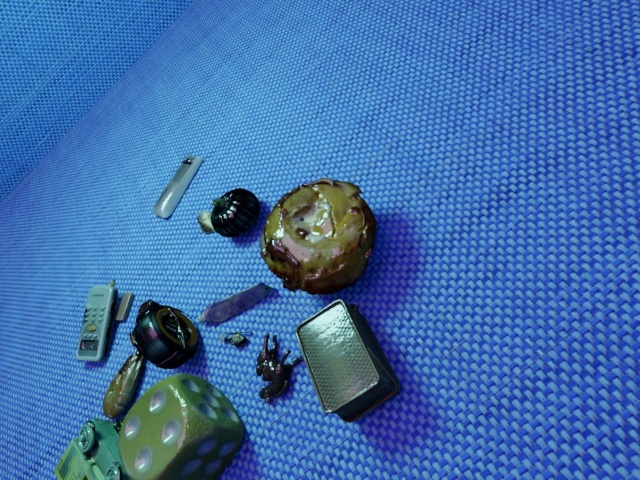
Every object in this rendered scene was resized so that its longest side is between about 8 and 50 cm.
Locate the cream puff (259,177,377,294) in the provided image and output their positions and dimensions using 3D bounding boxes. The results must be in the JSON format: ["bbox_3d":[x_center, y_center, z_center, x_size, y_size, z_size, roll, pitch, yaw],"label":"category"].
[{"bbox_3d":[-0.005,0.000,1.201,0.351,0.228,0.350,-3,63,5],"label":"cream puff"}]

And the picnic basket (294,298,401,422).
[{"bbox_3d":[0.065,0.291,1.056,0.165,0.139,0.266,-36,51,12],"label":"picnic basket"}]

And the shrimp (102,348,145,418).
[{"bbox_3d":[-0.683,0.483,1.492,0.145,0.061,0.266,5,70,45],"label":"shrimp"}]

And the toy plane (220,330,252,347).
[{"bbox_3d":[-0.269,0.308,1.335,0.121,0.031,0.049,-10,55,26],"label":"toy plane"}]

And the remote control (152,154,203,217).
[{"bbox_3d":[-0.631,-0.244,1.853,0.110,0.055,0.312,17,75,38],"label":"remote control"}]

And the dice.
[{"bbox_3d":[-0.377,0.527,1.160,0.233,0.227,0.238,36,86,38],"label":"dice"}]

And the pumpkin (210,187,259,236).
[{"bbox_3d":[-0.303,-0.100,1.512,0.195,0.149,0.194,-8,34,6],"label":"pumpkin"}]

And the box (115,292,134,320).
[{"bbox_3d":[-0.776,0.264,1.690,0.048,0.025,0.115,-5,63,25],"label":"box"}]

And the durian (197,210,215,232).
[{"bbox_3d":[-0.442,-0.066,1.655,0.066,0.052,0.130,-18,50,-24],"label":"durian"}]

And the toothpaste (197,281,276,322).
[{"bbox_3d":[-0.280,0.204,1.375,0.301,0.075,0.048,-26,31,22],"label":"toothpaste"}]

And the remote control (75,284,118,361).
[{"bbox_3d":[-0.872,0.322,1.669,0.141,0.056,0.296,-3,73,21],"label":"remote control"}]

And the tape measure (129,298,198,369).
[{"bbox_3d":[-0.499,0.309,1.372,0.135,0.202,0.222,-44,35,8],"label":"tape measure"}]

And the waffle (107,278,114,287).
[{"bbox_3d":[-0.915,0.265,1.780,0.125,0.032,0.190,-31,50,18],"label":"waffle"}]

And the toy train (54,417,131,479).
[{"bbox_3d":[-0.649,0.713,1.293,0.369,0.150,0.237,24,88,39],"label":"toy train"}]

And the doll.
[{"bbox_3d":[-0.134,0.366,1.202,0.139,0.057,0.165,25,85,36],"label":"doll"}]
